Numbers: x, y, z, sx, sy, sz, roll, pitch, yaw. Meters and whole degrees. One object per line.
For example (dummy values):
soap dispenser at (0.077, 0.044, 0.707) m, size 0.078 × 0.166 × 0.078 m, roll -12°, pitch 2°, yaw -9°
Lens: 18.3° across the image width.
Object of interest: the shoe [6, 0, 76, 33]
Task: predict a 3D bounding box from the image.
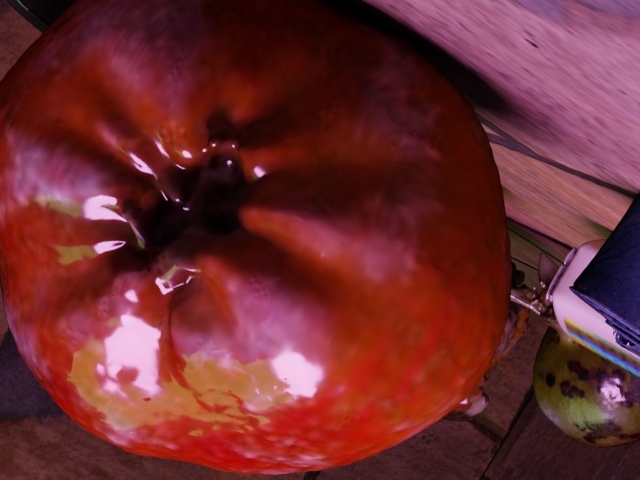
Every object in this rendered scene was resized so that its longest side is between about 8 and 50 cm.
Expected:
shoe at (-0.109, -0.134, 1.165) m, size 0.241 × 0.108 × 0.093 m, roll 40°, pitch 175°, yaw -40°

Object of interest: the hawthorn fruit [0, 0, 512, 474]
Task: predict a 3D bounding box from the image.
hawthorn fruit at (-0.038, -0.014, 1.024) m, size 0.284 × 0.284 × 0.284 m, roll 31°, pitch 180°, yaw 0°

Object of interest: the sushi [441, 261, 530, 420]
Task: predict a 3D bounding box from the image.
sushi at (-0.003, -0.001, 1.733) m, size 0.417 × 0.176 × 0.417 m, roll 39°, pitch -163°, yaw -14°

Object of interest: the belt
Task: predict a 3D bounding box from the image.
belt at (0.219, 0.050, 1.081) m, size 0.141 × 0.082 × 0.190 m, roll 37°, pitch -177°, yaw 40°

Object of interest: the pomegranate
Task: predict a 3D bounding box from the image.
pomegranate at (0.247, 0.092, 1.696) m, size 0.148 × 0.148 × 0.169 m, roll 30°, pitch 142°, yaw 55°

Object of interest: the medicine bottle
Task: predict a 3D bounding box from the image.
medicine bottle at (0.267, 0.079, 1.337) m, size 0.219 × 0.078 × 0.115 m, roll 30°, pitch 177°, yaw 32°
